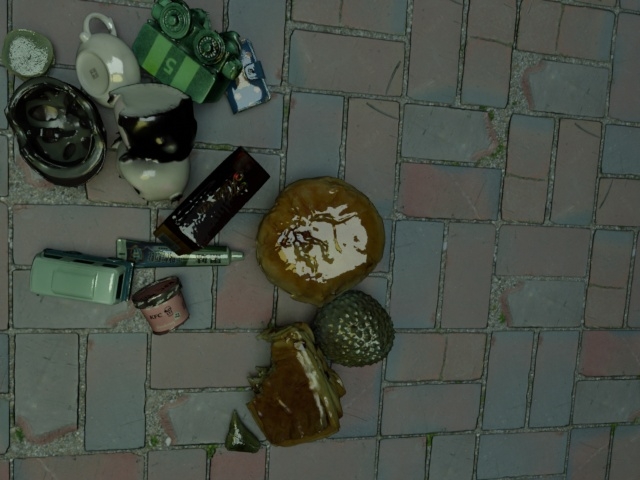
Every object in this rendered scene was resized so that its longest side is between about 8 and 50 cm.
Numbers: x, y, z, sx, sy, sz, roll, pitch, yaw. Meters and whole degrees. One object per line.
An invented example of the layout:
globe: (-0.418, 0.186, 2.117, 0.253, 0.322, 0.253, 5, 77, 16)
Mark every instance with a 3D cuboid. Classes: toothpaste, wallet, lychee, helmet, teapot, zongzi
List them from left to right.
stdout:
helmet: (-0.719, -0.305, 1.450, 0.225, 0.177, 0.305, -19, 107, -4)
teapot: (-0.599, -0.494, 1.462, 0.205, 0.139, 0.297, -1, 112, 32)
toothpaste: (-0.436, 0.046, 1.610, 0.393, 0.061, 0.098, 1, 101, -9)
wallet: (-0.243, -0.510, 1.590, 0.141, 0.059, 0.202, -23, 100, -11)
zongzi: (-0.235, 0.648, 1.733, 0.154, 0.062, 0.130, 15, 81, -20)
lychee: (0.104, 0.292, 1.668, 0.256, 0.274, 0.255, -20, 127, -29)

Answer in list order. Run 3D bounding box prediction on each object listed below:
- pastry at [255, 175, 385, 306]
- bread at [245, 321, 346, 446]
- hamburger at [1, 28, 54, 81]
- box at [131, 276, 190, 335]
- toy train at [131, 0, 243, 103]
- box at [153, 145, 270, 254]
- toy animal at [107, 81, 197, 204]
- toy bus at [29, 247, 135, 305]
pastry: (0.000, 0.000, 1.601, 0.410, 0.245, 0.408, 0, 88, -3)
bread: (-0.090, 0.450, 1.647, 0.314, 0.192, 0.369, -24, 90, 32)
hamburger: (-0.829, -0.523, 1.458, 0.133, 0.062, 0.139, 17, 91, -18)
box: (-0.483, 0.204, 1.580, 0.151, 0.151, 0.135, -21, 110, -9)
toy train: (-0.372, -0.538, 1.477, 0.299, 0.167, 0.238, 40, 111, 1)
box: (-0.313, -0.092, 1.416, 0.116, 0.415, 0.264, 46, 71, -13)
toy animal: (-0.465, -0.260, 1.450, 0.251, 0.250, 0.309, -4, 134, -12)
toy bus: (-0.705, 0.108, 1.497, 0.272, 0.165, 0.132, 9, 95, -4)
